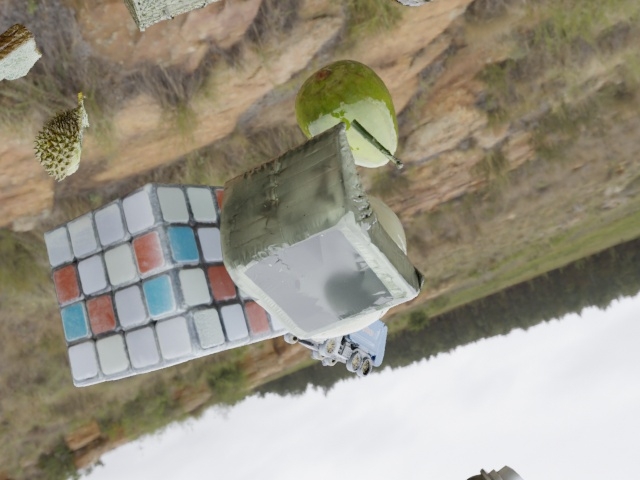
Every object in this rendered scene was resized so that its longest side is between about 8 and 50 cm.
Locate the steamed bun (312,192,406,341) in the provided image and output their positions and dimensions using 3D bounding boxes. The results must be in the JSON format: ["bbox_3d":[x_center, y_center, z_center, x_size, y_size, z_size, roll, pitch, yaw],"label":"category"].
[{"bbox_3d":[0.066,0.065,1.384,0.233,0.333,0.312,22,167,-2],"label":"steamed bun"}]

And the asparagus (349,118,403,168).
[{"bbox_3d":[0.105,-0.178,1.184,0.015,0.127,0.018,-47,-178,32],"label":"asparagus"}]

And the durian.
[{"bbox_3d":[-0.559,-0.227,1.384,0.102,0.208,0.146,18,-159,-30],"label":"durian"}]

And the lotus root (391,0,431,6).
[{"bbox_3d":[0.134,-0.656,1.386,0.210,0.313,0.142,-2,175,-42],"label":"lotus root"}]

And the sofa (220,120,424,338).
[{"bbox_3d":[0.000,0.000,0.868,0.210,0.176,0.225,-26,132,21],"label":"sofa"}]

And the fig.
[{"bbox_3d":[0.091,-0.343,1.786,0.258,0.326,0.258,-34,-149,25],"label":"fig"}]

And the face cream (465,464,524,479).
[{"bbox_3d":[0.161,0.408,0.864,0.283,0.073,0.073,-41,178,0],"label":"face cream"}]

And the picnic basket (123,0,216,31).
[{"bbox_3d":[-0.274,-0.494,1.169,0.196,0.134,0.154,-27,151,-14],"label":"picnic basket"}]

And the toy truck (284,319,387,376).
[{"bbox_3d":[0.053,0.259,1.750,0.146,0.175,0.367,12,164,33],"label":"toy truck"}]

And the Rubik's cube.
[{"bbox_3d":[-0.237,0.067,1.012,0.259,0.253,0.256,-20,171,29],"label":"Rubik's cube"}]

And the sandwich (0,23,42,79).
[{"bbox_3d":[-0.496,-0.287,1.010,0.105,0.035,0.093,-44,-179,-19],"label":"sandwich"}]
